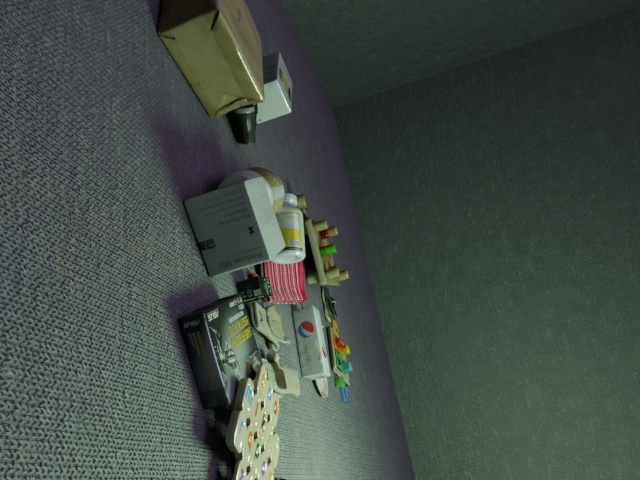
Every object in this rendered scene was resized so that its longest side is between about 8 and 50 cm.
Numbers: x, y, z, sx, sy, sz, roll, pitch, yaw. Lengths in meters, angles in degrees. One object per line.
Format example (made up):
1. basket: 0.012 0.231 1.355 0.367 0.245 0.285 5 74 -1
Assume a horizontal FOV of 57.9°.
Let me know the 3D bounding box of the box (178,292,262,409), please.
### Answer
1. box: -0.196 0.217 1.189 0.231 0.056 0.183 -18 91 -78

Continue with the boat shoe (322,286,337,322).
1. boat shoe: 0.039 0.248 2.270 0.056 0.049 0.152 56 21 -56

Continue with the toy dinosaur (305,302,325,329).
1. toy dinosaur: -0.024 0.278 1.928 0.092 0.053 0.183 56 21 -53

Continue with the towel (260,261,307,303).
1. towel: -0.109 0.089 1.714 0.275 0.031 0.199 17 65 -69

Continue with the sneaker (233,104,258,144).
1. sneaker: -0.236 -0.372 1.802 0.222 0.083 0.118 -96 -175 -68

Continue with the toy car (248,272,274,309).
1. toy car: -0.151 0.135 1.550 0.060 0.040 0.122 -95 163 -44

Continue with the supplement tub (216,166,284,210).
1. supplement tub: -0.181 -0.113 1.487 0.199 0.144 0.144 -46 119 -77

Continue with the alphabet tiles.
1. alphabet tiles: -0.132 0.410 1.178 0.278 0.021 0.284 -80 163 -44

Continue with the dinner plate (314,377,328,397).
1. dinner plate: -0.004 0.443 1.887 0.141 0.017 0.141 -16 90 -78

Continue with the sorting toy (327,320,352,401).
1. sorting toy: 0.081 0.440 2.216 0.196 0.047 0.347 59 18 -51

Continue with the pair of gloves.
1. pair of gloves: -0.123 0.286 1.484 0.204 0.042 0.240 37 36 -66

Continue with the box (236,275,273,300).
1. box: -0.164 0.122 1.454 0.083 0.062 0.052 23 51 -76

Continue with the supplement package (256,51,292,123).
1. supplement package: -0.186 -0.552 2.085 0.244 0.134 0.139 -92 162 -49

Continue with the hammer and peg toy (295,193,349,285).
1. hammer and peg toy: 0.000 0.000 2.229 0.266 0.127 0.361 26 49 -75

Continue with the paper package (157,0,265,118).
1. paper package: -0.281 -0.554 1.565 0.309 0.168 0.325 60 17 -48

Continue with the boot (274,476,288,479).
1. boot: -0.018 0.586 1.328 0.198 0.137 0.077 61 17 -45

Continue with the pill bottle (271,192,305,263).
1. pill bottle: -0.098 -0.034 1.618 0.103 0.103 0.184 46 37 -66

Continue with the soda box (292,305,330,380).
1. soda box: -0.029 0.317 1.796 0.069 0.074 0.216 52 25 -62

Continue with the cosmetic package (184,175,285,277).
1. cosmetic package: -0.190 -0.034 1.321 0.151 0.151 0.183 -47 120 -76
